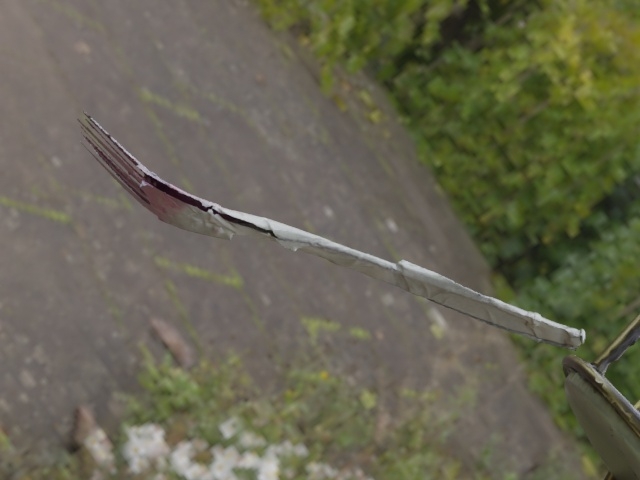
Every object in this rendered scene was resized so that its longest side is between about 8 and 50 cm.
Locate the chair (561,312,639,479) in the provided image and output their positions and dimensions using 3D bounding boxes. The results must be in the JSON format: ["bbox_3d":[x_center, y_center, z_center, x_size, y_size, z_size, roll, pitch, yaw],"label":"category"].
[{"bbox_3d":[0.164,0.118,0.749,0.160,0.325,0.170,51,-1,28],"label":"chair"}]

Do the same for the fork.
[{"bbox_3d":[-0.001,0.001,0.327,0.115,0.012,0.016,23,-20,8],"label":"fork"}]
